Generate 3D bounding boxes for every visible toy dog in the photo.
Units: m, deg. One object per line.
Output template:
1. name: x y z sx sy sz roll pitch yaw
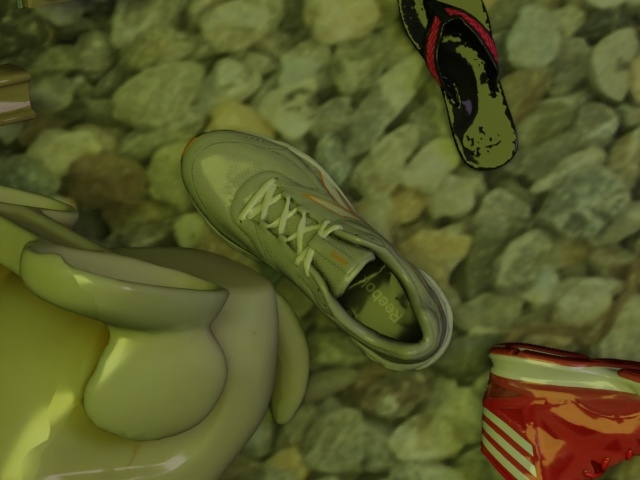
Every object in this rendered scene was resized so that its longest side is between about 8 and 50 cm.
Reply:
1. toy dog: -0.212 0.185 1.195 0.284 0.395 0.408 23 96 34

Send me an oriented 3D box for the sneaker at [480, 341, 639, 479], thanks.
1. sneaker: 0.232 0.161 1.278 0.221 0.087 0.128 12 97 14

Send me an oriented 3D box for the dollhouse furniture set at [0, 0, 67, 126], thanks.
1. dollhouse furniture set: -0.267 -0.237 1.298 0.303 0.198 0.286 -19 112 -33

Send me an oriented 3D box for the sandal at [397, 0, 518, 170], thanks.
1. sandal: 0.115 -0.144 1.302 0.067 0.040 0.179 -21 87 1

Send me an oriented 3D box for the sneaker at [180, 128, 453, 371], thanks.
1. sneaker: 0.000 0.000 1.260 0.262 0.121 0.099 38 89 3
